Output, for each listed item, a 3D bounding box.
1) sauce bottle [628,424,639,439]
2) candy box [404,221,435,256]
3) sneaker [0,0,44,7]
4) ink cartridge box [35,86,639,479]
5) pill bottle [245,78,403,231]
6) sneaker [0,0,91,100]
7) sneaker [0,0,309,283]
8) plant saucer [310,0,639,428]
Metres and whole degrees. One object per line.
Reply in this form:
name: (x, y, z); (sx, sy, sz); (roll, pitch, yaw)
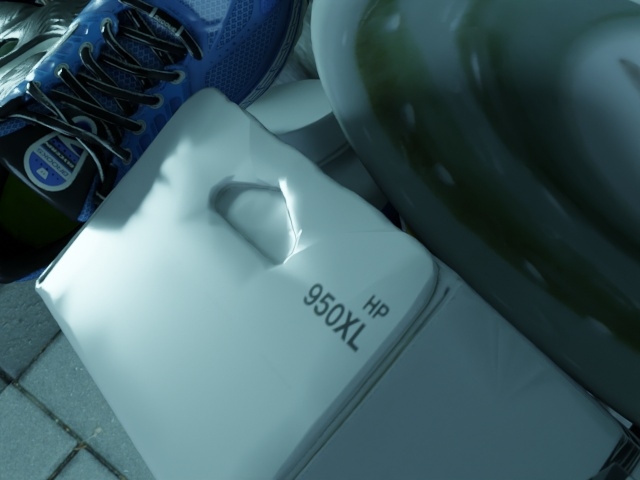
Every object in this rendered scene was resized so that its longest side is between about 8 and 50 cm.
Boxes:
sauce bottle: (0.352, 0.247, 0.809); (0.344, 0.111, 0.111); (37, 165, 20)
candy box: (0.118, 0.011, 0.823); (0.109, 0.053, 0.187); (35, 163, 23)
sneaker: (-0.334, -0.288, 1.091); (0.098, 0.083, 0.224); (16, 165, 18)
ink cartridge box: (0.058, 0.118, 0.696); (0.395, 0.166, 0.285); (41, 179, -37)
pill bottle: (0.000, 0.000, 0.867); (0.124, 0.124, 0.222); (24, 139, 49)
sneaker: (-0.177, -0.089, 1.066); (0.447, 0.169, 0.257); (17, 157, 49)
sneaker: (-0.125, -0.082, 0.739); (0.129, 0.147, 0.330); (37, 122, -4)
plant saucer: (0.177, -0.010, 0.501); (0.400, 0.100, 0.400); (38, 166, 11)
